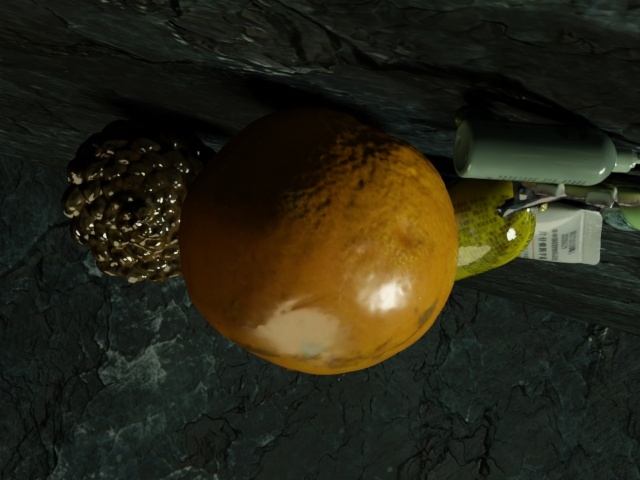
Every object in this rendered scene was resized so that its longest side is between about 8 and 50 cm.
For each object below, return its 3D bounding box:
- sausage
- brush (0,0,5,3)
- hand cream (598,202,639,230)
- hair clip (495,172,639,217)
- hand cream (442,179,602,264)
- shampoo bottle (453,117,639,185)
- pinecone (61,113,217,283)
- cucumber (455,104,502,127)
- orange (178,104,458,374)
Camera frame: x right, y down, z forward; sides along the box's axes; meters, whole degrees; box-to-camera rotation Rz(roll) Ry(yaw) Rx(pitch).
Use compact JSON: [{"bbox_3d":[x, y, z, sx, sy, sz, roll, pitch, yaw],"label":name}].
[{"bbox_3d":[0.124,0.000,1.478,0.347,0.123,0.123,-19,157,30],"label":"sausage"},{"bbox_3d":[-0.261,-0.228,0.899,0.123,0.059,0.197,17,175,-40],"label":"brush"},{"bbox_3d":[0.379,-0.032,1.251,0.095,0.046,0.175,20,167,-36],"label":"hand cream"},{"bbox_3d":[0.262,-0.052,1.174,0.187,0.056,0.146,0,-172,34],"label":"hair clip"},{"bbox_3d":[0.213,-0.027,1.552,0.314,0.089,0.139,13,154,15],"label":"hand cream"},{"bbox_3d":[0.221,-0.078,1.077,0.195,0.056,0.056,3,178,-12],"label":"shampoo bottle"},{"bbox_3d":[-0.237,-0.066,1.698,0.243,0.243,0.257,13,-160,20],"label":"pinecone"},{"bbox_3d":[0.165,-0.101,1.147,0.039,0.039,0.168,13,171,27],"label":"cucumber"},{"bbox_3d":[0.000,0.000,1.306,0.312,0.312,0.312,15,175,1],"label":"orange"}]
